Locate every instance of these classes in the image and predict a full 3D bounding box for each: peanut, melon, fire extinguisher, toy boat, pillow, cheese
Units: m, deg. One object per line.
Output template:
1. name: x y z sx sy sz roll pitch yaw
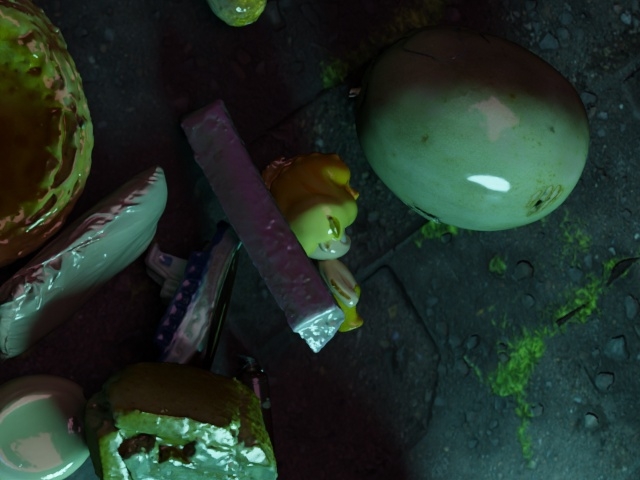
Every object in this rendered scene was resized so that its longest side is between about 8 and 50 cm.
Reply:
1. peanut: -0.142 -0.377 1.879 0.087 0.087 0.207 -34 103 -25
2. melon: 0.195 -0.151 1.926 0.330 0.268 0.269 21 76 -14
3. fire extinguisher: -0.084 0.227 1.875 0.064 0.043 0.158 -2 86 -57
4. toy boat: -0.182 0.089 1.808 0.115 0.114 0.262 12 72 6
5. pillow: -0.293 0.031 1.724 0.067 0.173 0.270 42 65 13
6. cheese: -0.385 0.242 1.712 0.227 0.064 0.137 -16 91 -26

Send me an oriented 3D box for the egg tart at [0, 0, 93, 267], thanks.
1. egg tart: -0.456 -0.131 1.655 0.387 0.169 0.388 1 88 -25

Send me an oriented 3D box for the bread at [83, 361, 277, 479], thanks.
1. bread: -0.178 0.247 1.720 0.257 0.124 0.186 26 116 -40

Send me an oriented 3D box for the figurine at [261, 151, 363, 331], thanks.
1. figurine: 0.000 0.000 1.889 0.131 0.156 0.246 -17 99 -6

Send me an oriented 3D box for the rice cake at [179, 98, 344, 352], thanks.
1. rice cake: -0.079 -0.026 1.810 0.072 0.056 0.365 -31 71 5
